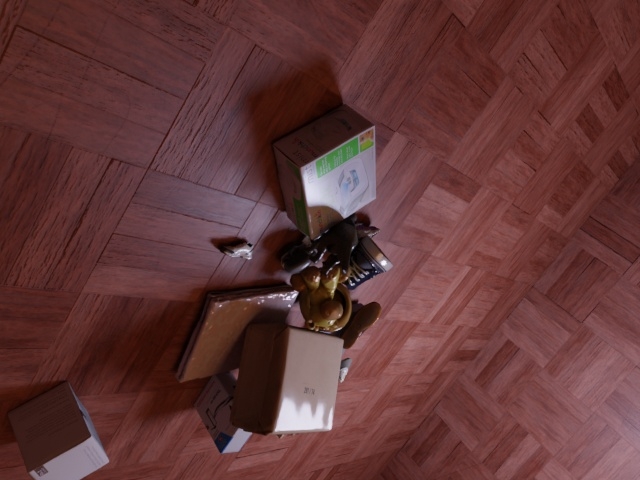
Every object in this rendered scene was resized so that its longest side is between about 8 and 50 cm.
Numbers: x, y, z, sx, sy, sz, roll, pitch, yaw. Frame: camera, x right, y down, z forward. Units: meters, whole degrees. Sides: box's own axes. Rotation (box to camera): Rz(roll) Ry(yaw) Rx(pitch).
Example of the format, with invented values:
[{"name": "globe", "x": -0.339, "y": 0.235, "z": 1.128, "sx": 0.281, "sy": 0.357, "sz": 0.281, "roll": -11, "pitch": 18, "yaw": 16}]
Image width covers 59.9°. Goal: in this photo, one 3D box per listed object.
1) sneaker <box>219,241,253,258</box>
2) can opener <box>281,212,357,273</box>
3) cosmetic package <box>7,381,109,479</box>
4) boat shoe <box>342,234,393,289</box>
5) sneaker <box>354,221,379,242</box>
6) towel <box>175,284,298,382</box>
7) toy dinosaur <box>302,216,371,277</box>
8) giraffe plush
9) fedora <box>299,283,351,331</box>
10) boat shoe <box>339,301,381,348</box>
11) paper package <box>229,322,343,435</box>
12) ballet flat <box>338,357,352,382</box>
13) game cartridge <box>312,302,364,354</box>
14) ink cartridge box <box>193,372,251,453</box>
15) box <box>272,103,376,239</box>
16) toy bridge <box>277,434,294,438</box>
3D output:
[{"name": "sneaker", "x": -0.221, "y": 0.021, "z": 1.464, "sx": 0.109, "sy": 0.040, "sz": 0.044, "roll": 9, "pitch": 103, "yaw": -54}, {"name": "can opener", "x": 0.000, "y": 0.000, "z": 1.626, "sx": 0.280, "sy": 0.093, "sz": 0.074, "roll": -41, "pitch": 145, "yaw": -15}, {"name": "cosmetic package", "x": -0.640, "y": 0.484, "z": 1.361, "sx": 0.151, "sy": 0.183, "sz": 0.151, "roll": -28, "pitch": 142, "yaw": -23}, {"name": "boat shoe", "x": 0.127, "y": 0.086, "z": 1.726, "sx": 0.158, "sy": 0.127, "sz": 0.340, "roll": -39, "pitch": 169, "yaw": 1}, {"name": "sneaker", "x": 0.129, "y": -0.033, "z": 1.745, "sx": 0.068, "sy": 0.071, "sz": 0.170, "roll": -37, "pitch": 167, "yaw": 27}, {"name": "towel", "x": -0.247, "y": 0.274, "z": 1.671, "sx": 0.331, "sy": 0.053, "sz": 0.317, "roll": -2, "pitch": 125, "yaw": -46}, {"name": "toy dinosaur", "x": 0.044, "y": 0.006, "z": 1.486, "sx": 0.160, "sy": 0.121, "sz": 0.313, "roll": -50, "pitch": -178, "yaw": 7}, {"name": "giraffe plush", "x": 0.004, "y": 0.180, "z": 1.662, "sx": 0.181, "sy": 0.171, "sz": 0.210, "roll": -4, "pitch": 162, "yaw": -18}, {"name": "fedora", "x": 0.008, "y": 0.214, "z": 1.819, "sx": 0.194, "sy": 0.194, "sz": 0.079, "roll": -20, "pitch": 174, "yaw": -32}, {"name": "boat shoe", "x": 0.138, "y": 0.296, "z": 1.991, "sx": 0.207, "sy": 0.073, "sz": 0.073, "roll": -47, "pitch": -177, "yaw": 8}, {"name": "paper package", "x": -0.092, "y": 0.418, "z": 1.686, "sx": 0.324, "sy": 0.168, "sz": 0.310, "roll": 26, "pitch": 70, "yaw": -54}, {"name": "ballet flat", "x": 0.049, "y": 0.525, "z": 2.120, "sx": 0.213, "sy": 0.068, "sz": 0.072, "roll": -25, "pitch": 140, "yaw": -27}, {"name": "game cartridge", "x": 0.017, "y": 0.384, "z": 2.053, "sx": 0.230, "sy": 0.068, "sz": 0.355, "roll": -1, "pitch": 126, "yaw": -50}, {"name": "ink cartridge box", "x": -0.298, "y": 0.542, "z": 1.760, "sx": 0.086, "sy": 0.203, "sz": 0.148, "roll": 15, "pitch": 113, "yaw": -50}, {"name": "box", "x": 0.016, "y": -0.175, "z": 1.430, "sx": 0.231, "sy": 0.127, "sz": 0.262, "roll": -33, "pitch": 144, "yaw": -21}, {"name": "toy bridge", "x": -0.125, "y": 0.775, "z": 2.293, "sx": 0.188, "sy": 0.063, "sz": 0.026, "roll": 15, "pitch": 113, "yaw": -53}]
